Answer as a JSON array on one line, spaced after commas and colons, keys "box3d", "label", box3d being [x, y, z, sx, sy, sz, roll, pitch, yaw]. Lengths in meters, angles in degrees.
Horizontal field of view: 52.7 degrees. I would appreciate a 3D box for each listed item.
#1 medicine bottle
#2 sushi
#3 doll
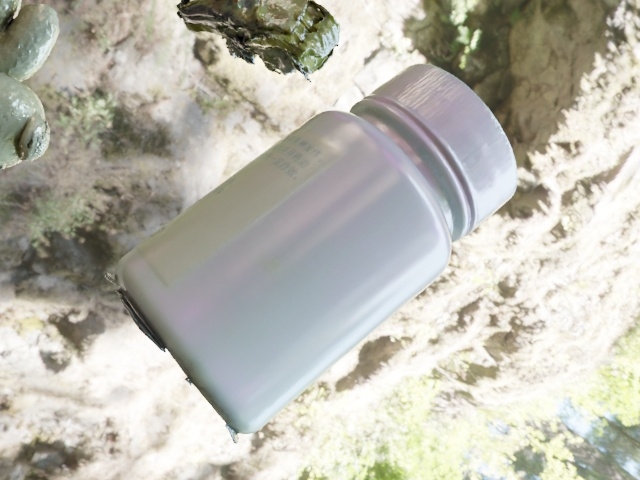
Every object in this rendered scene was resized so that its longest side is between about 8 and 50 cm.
[{"box3d": [0.000, 0.000, 0.656, 0.378, 0.214, 0.213, -38, -151, -12], "label": "medicine bottle"}, {"box3d": [-0.091, -0.355, 1.035, 0.291, 0.131, 0.139, 26, -113, 31], "label": "sushi"}, {"box3d": [-0.407, -0.220, 0.740, 0.175, 0.149, 0.278, -3, -88, 37], "label": "doll"}]
